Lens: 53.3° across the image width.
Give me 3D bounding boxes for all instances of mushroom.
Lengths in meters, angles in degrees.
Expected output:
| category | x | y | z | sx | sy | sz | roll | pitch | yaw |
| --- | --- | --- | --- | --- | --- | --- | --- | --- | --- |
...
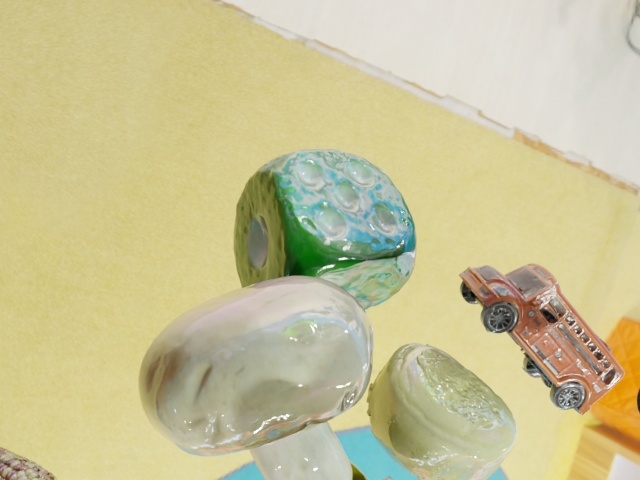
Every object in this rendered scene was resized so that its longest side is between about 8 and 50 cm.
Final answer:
| category | x | y | z | sx | sy | sz | roll | pitch | yaw |
| --- | --- | --- | --- | --- | --- | --- | --- | --- | --- |
| mushroom | -0.081 | 0.201 | 0.973 | 0.354 | 0.325 | 0.352 | -12 | 124 | -18 |

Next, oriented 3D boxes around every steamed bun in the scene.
| category | x | y | z | sx | sy | sz | roll | pitch | yaw |
| --- | --- | --- | --- | --- | --- | --- | --- | --- | --- |
| steamed bun | 0.200 | 0.336 | 1.137 | 0.166 | 0.273 | 0.232 | -35 | 160 | -46 |

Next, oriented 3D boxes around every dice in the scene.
| category | x | y | z | sx | sy | sz | roll | pitch | yaw |
| --- | --- | --- | --- | --- | --- | --- | --- | --- | --- |
| dice | 0.000 | 0.000 | 1.325 | 0.300 | 0.287 | 0.297 | -3 | 147 | -30 |

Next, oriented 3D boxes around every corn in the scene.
| category | x | y | z | sx | sy | sz | roll | pitch | yaw |
| --- | --- | --- | --- | --- | --- | --- | --- | --- | --- |
| corn | -0.491 | 0.345 | 0.944 | 0.086 | 0.254 | 0.086 | 11 | 90 | -72 |

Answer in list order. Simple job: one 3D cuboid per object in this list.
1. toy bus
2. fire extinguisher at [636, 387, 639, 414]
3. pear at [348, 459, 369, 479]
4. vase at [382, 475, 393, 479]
| category | x | y | z | sx | sy | sz | roll | pitch | yaw |
| --- | --- | --- | --- | --- | --- | --- | --- | --- | --- |
| toy bus | 0.398 | 0.157 | 1.160 | 0.153 | 0.143 | 0.329 | -42 | 107 | 8 |
| fire extinguisher | 0.478 | 0.198 | 0.854 | 0.252 | 0.075 | 0.106 | 17 | 83 | -57 |
| pear | -0.027 | 0.519 | 1.086 | 0.307 | 0.253 | 0.253 | -47 | 127 | 5 |
| vase | 0.191 | 0.338 | 0.594 | 0.173 | 0.321 | 0.173 | -42 | 140 | -48 |
